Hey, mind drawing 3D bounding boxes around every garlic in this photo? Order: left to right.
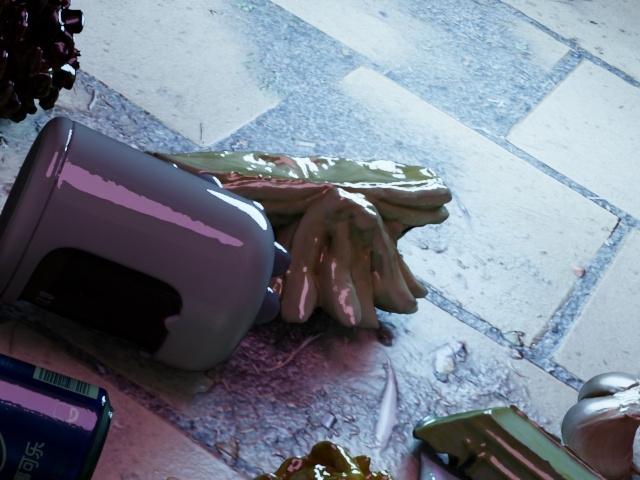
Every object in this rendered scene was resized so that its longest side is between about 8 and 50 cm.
[{"bbox_3d":[0.356,0.220,2.032,0.124,0.099,0.174,10,25,11],"label":"garlic"}]

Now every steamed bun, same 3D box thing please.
[{"bbox_3d":[0.000,0.000,2.047,0.428,0.189,0.247,0,10,-38],"label":"steamed bun"}]

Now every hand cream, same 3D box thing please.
[{"bbox_3d":[0.127,0.292,1.791,0.078,0.050,0.205,29,25,0],"label":"hand cream"}]

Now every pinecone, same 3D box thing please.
[{"bbox_3d":[-0.415,-0.249,2.050,0.272,0.224,0.224,25,25,-39],"label":"pinecone"}]

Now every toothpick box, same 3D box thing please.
[{"bbox_3d":[-0.184,0.008,1.819,0.316,0.229,0.229,23,31,-15],"label":"toothpick box"}]

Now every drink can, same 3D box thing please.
[{"bbox_3d":[-0.306,0.167,1.598,0.205,0.118,0.118,20,31,-8],"label":"drink can"}]

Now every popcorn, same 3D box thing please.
[{"bbox_3d":[-0.005,0.276,1.588,0.155,0.197,0.197,51,27,-16],"label":"popcorn"}]

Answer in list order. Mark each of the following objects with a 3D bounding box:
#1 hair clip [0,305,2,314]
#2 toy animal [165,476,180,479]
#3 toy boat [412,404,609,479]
[{"bbox_3d":[-0.423,0.062,1.751,0.188,0.033,0.060,-6,43,-42],"label":"hair clip"},{"bbox_3d":[-0.145,0.276,1.604,0.083,0.070,0.159,-17,36,-4],"label":"toy animal"},{"bbox_3d":[0.237,0.259,1.872,0.276,0.084,0.111,35,13,17],"label":"toy boat"}]
